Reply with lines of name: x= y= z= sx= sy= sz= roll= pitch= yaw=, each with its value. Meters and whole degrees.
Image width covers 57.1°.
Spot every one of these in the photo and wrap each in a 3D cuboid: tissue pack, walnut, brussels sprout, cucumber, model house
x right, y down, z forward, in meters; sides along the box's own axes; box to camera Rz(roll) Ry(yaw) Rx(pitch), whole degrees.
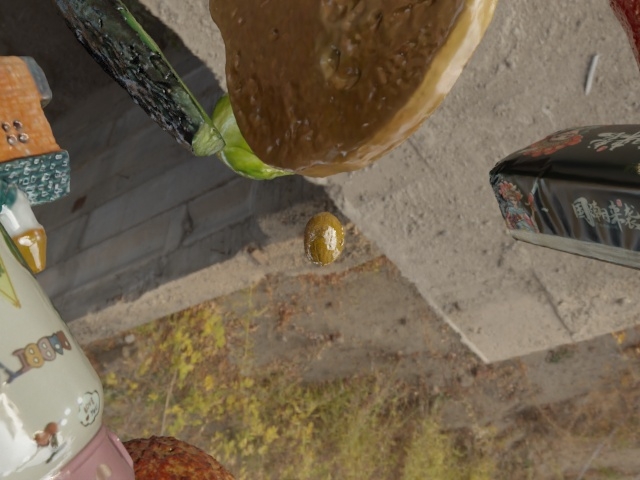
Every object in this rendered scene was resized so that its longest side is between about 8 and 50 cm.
tissue pack: x=0.225 y=-0.036 z=0.439 sx=0.103 sy=0.170 sz=0.090 roll=-29 pitch=111 yaw=-17
walnut: x=0.000 y=0.000 z=1.254 sx=0.091 sy=0.121 sz=0.052 roll=5 pitch=-171 yaw=20
brussels sprout: x=-0.127 y=-0.227 z=1.230 sx=0.223 sy=0.223 sz=0.161 roll=-2 pitch=167 yaw=2
cucumber: x=-0.182 y=-0.167 z=0.583 sx=0.062 sy=0.211 sz=0.078 roll=-36 pitch=173 yaw=0
model house: x=-0.468 y=-0.077 z=0.775 sx=0.190 sy=0.271 sz=0.301 roll=-25 pitch=94 yaw=31

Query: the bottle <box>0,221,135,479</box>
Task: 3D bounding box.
bottle: x=-0.185 y=0.078 z=0.309 sx=0.120 sy=0.120 sz=0.253 roll=-26 pitch=99 yaw=30

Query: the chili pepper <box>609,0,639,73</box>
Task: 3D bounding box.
chili pepper: x=0.173 y=-0.104 z=0.276 sx=0.073 sy=0.123 sz=0.070 roll=-23 pitch=-173 yaw=-21

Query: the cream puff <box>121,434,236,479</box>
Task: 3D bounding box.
cream puff: x=-0.165 y=0.329 z=0.659 sx=0.240 sy=0.164 sz=0.240 roll=14 pitch=121 yaw=24

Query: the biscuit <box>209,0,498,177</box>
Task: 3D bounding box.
biscuit: x=0.015 y=-0.262 z=0.629 sx=0.062 sy=0.365 sz=0.385 roll=-8 pitch=163 yaw=-43
